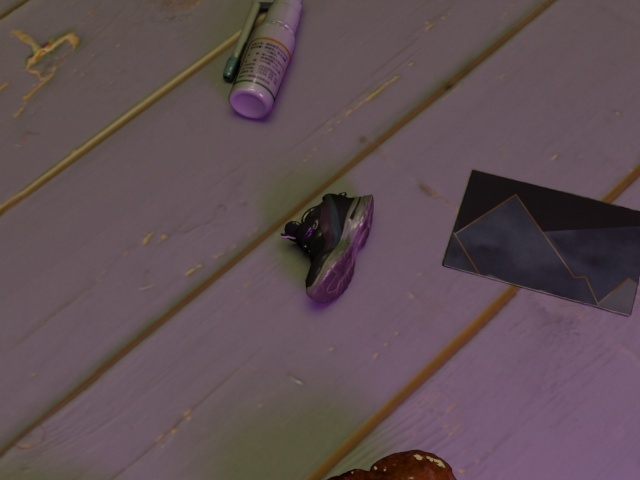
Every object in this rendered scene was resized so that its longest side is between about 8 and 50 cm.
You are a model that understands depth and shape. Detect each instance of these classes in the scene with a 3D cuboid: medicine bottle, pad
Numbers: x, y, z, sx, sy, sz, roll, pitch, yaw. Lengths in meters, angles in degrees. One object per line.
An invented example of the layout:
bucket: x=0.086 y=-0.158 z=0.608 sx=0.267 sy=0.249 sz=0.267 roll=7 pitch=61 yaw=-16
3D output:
medicine bottle: x=-0.080 y=-0.267 z=1.829 sx=0.092 sy=0.061 sz=0.221 roll=2 pitch=53 yaw=23
pad: x=0.291 y=-0.001 z=1.689 sx=0.243 sy=0.004 sz=0.164 roll=15 pitch=58 yaw=8

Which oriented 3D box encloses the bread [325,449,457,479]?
bread: x=0.067 y=0.358 z=1.367 sx=0.246 sy=0.135 sz=0.232 roll=-28 pitch=61 yaw=-18

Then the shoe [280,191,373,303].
shoe: x=0.000 y=0.000 z=1.647 sx=0.099 sy=0.071 sz=0.169 roll=18 pitch=54 yaw=14
